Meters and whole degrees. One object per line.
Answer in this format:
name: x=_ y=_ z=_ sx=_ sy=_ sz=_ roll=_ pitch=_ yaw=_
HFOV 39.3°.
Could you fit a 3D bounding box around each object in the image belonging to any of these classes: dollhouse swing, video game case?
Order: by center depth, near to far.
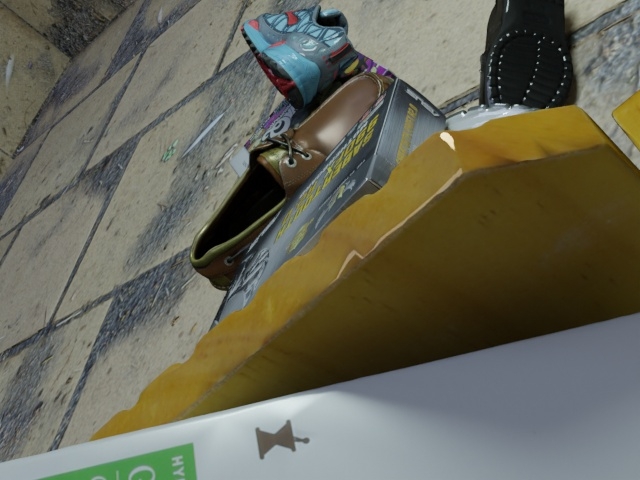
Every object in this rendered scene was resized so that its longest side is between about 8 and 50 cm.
dollhouse swing: x=0.063 y=0.035 z=0.538 sx=0.347 sy=0.305 sz=0.315 roll=-42 pitch=29 yaw=21
video game case: x=-0.013 y=-0.146 z=1.162 sx=0.232 sy=0.042 sz=0.210 roll=-48 pitch=28 yaw=6

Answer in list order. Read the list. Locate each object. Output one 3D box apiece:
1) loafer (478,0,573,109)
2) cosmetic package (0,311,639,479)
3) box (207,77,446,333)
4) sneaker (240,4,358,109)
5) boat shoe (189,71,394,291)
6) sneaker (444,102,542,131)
loafer: x=0.193 y=-0.170 z=0.859 sx=0.078 sy=0.080 sz=0.220 roll=109 pitch=178 yaw=-56
cosmetic package: x=0.058 y=0.161 z=0.331 sx=0.365 sy=0.155 sz=0.197 roll=-15 pitch=47 yaw=-2
box: x=0.000 y=0.000 z=0.709 sx=0.231 sy=0.056 sz=0.183 roll=-47 pitch=12 yaw=32
sneaker: x=-0.019 y=-0.253 z=1.181 sx=0.125 sy=0.104 sz=0.262 roll=-32 pitch=31 yaw=0
boat shoe: x=-0.023 y=-0.068 z=0.990 sx=0.307 sy=0.104 sz=0.111 roll=-55 pitch=43 yaw=1
sneaker: x=0.102 y=-0.009 z=0.778 sx=0.297 sy=0.111 sz=0.129 roll=-36 pitch=42 yaw=41
